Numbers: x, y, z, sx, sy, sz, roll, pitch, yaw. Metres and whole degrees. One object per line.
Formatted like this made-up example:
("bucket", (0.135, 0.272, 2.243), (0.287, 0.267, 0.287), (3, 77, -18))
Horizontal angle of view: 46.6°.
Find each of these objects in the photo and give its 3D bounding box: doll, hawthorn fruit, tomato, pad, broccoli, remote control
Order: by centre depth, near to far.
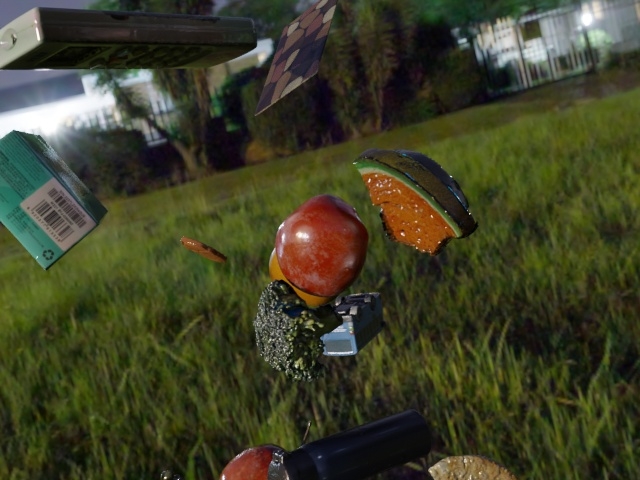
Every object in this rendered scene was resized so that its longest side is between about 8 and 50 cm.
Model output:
("remote control", (-0.248, -0.264, 0.995), (0.344, 0.050, 0.145), (-13, 5, -44))
("pad", (-0.036, -0.324, 1.252), (0.158, 0.003, 0.235), (-25, 39, 42))
("broccoli", (-0.035, 0.149, 1.270), (0.160, 0.154, 0.167), (-25, 51, -22))
("tomato", (0.000, 0.000, 1.291), (0.151, 0.187, 0.187), (7, 2, -9))
("doll", (-0.010, 0.044, 1.870), (0.236, 0.213, 0.213), (-54, 17, -14))
("hawthorn fruit", (-0.135, 0.648, 1.934), (0.263, 0.235, 0.231), (-27, -7, 30))

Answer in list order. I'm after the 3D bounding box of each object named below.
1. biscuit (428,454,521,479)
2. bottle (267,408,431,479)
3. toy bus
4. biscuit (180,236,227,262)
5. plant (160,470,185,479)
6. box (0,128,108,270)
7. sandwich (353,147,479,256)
("biscuit", (0.376, 0.600, 1.757), (0.265, 0.188, 0.040), (29, 15, 1))
("bottle", (0.042, 0.300, 1.025), (0.244, 0.082, 0.072), (-7, 3, -33))
("toy bus", (0.088, 0.225, 2.035), (0.116, 0.134, 0.234), (-7, 8, 26))
("biscuit", (-0.288, 0.025, 1.829), (0.102, 0.019, 0.130), (9, -18, 45))
("plant", (-0.273, 0.565, 1.251), (0.180, 0.334, 0.251), (-12, 16, 12))
("box", (-0.481, -0.078, 1.285), (0.118, 0.205, 0.311), (-39, 12, -7))
("sandwich", (0.165, -0.065, 1.213), (0.079, 0.159, 0.235), (-30, 35, -29))
